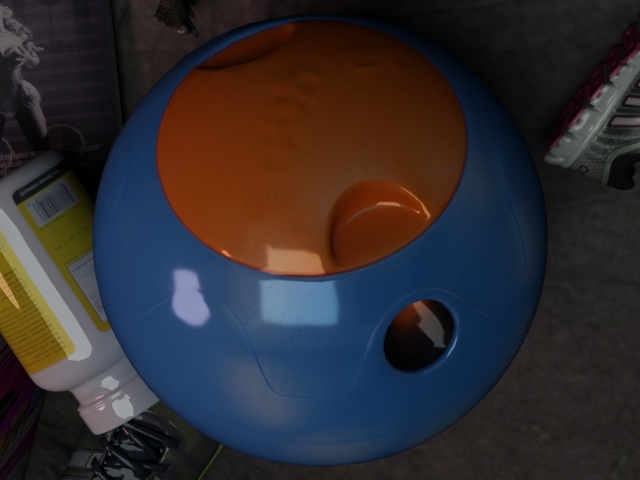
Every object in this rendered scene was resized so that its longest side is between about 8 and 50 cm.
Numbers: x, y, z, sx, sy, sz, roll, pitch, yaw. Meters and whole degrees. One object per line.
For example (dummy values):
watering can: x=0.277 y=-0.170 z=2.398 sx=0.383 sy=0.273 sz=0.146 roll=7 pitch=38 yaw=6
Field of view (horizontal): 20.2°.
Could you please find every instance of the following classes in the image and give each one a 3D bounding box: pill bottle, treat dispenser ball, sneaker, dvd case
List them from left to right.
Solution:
dvd case: x=-0.224 y=-0.098 z=1.264 sx=0.164 sy=0.018 sz=0.221 roll=-7 pitch=113 yaw=-9
pill bottle: x=-0.175 y=0.038 z=1.238 sx=0.103 sy=0.103 sz=0.184 roll=-29 pitch=98 yaw=20
sneaker: x=-0.149 y=0.194 z=1.346 sx=0.111 sy=0.121 sz=0.300 roll=23 pitch=115 yaw=-1
treat dispenser ball: x=0.000 y=0.000 z=1.145 sx=0.288 sy=0.288 sz=0.288 roll=4 pitch=113 yaw=9
sneaker: x=0.224 y=-0.099 z=1.189 sx=0.075 sy=0.063 sz=0.170 roll=34 pitch=116 yaw=-10

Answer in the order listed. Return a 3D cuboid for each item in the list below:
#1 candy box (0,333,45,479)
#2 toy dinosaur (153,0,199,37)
candy box: x=-0.275 y=0.191 z=1.348 sx=0.071 sy=0.159 sz=0.233 roll=18 pitch=114 yaw=4
toy dinosaur: x=-0.100 y=-0.239 z=1.174 sx=0.313 sy=0.121 sz=0.160 roll=34 pitch=102 yaw=0
